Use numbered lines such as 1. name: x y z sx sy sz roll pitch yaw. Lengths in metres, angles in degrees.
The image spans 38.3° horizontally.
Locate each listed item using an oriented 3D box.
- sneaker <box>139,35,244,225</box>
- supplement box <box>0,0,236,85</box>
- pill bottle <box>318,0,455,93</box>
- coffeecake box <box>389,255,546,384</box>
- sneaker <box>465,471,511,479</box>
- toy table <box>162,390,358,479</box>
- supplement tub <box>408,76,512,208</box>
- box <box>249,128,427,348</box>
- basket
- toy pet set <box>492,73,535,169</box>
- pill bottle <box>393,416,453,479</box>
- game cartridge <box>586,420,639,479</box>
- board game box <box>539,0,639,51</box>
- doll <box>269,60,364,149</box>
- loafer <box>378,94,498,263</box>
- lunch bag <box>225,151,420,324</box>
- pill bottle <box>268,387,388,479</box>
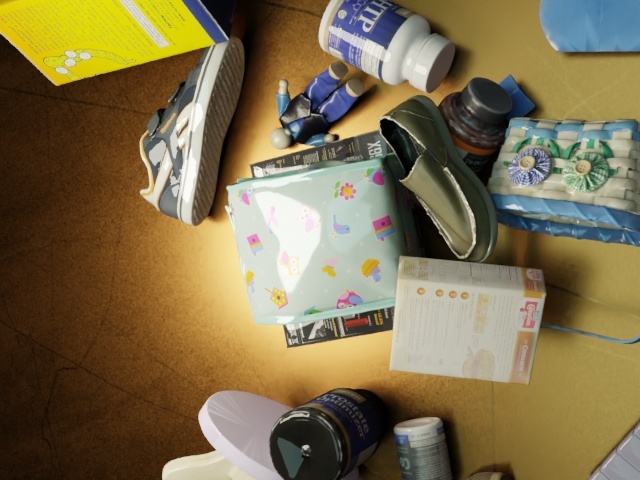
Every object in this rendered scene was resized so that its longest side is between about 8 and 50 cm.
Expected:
1. sneaker: -0.224 -0.192 1.530 0.127 0.126 0.321 20 103 17
2. supplement box: -0.329 -0.415 1.491 0.356 0.195 0.194 -8 57 25
3. pill bottle: 0.102 -0.298 1.382 0.186 0.112 0.112 30 105 20
4. coffeecake box: 0.189 0.104 1.201 0.185 0.068 0.142 6 118 5
5. sneaker: 0.264 0.443 1.389 0.071 0.066 0.189 -11 83 41
6. toy table: -0.097 0.368 1.456 0.274 0.252 0.161 32 112 -9
7. supplement tub: 0.194 -0.138 1.316 0.106 0.106 0.198 47 137 15
8. box: 0.035 -0.001 1.450 0.242 0.076 0.308 -13 88 24
9. basket: 0.328 -0.017 1.244 0.254 0.201 0.289 5 87 31
10. toy pet set: 0.257 -0.175 1.344 0.114 0.065 0.122 -40 77 21
11. pill bottle: 0.161 0.347 1.412 0.078 0.078 0.137 -11 88 25
12. game cartridge: 0.570 0.370 1.240 0.355 0.068 0.230 40 112 17
13. board game box: 0.395 -0.328 1.292 0.168 0.033 0.133 4 90 19
14. doll: -0.018 -0.208 1.462 0.129 0.046 0.189 45 129 -7
15. loafer: 0.148 -0.076 1.228 0.251 0.087 0.094 63 148 20
16. lunch bag: 0.000 0.000 1.329 0.262 0.160 0.224 -10 97 19
17. pill bottle: 0.021 0.292 1.395 0.122 0.219 0.123 2 94 24
